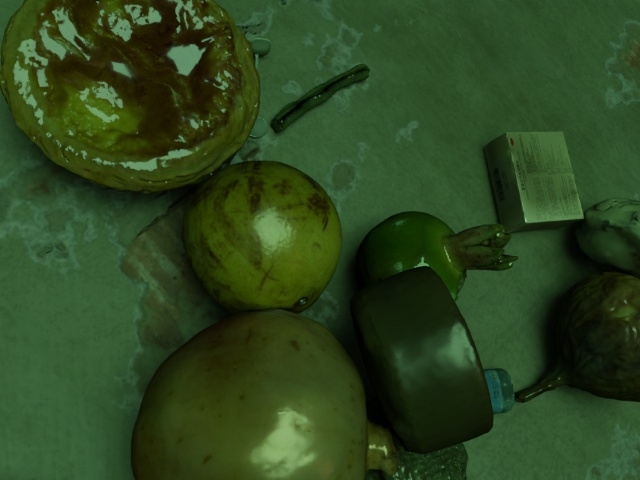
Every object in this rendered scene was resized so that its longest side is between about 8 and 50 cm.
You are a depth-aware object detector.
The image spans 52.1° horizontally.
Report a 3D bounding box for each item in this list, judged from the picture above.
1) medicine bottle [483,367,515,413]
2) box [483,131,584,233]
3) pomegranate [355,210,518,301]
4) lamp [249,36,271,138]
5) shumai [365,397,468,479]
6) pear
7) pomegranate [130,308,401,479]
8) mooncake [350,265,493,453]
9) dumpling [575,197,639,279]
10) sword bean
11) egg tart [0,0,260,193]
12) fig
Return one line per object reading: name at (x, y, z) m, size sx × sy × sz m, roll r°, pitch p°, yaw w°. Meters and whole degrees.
medicine bottle at (0.287, 0.309, 1.313) m, size 0.208 × 0.053 × 0.090 m, roll -2°, pitch 78°, yaw -18°
box at (0.477, -0.131, 1.476) m, size 0.168 × 0.095 × 0.212 m, roll -3°, pitch 77°, yaw -23°
pomegranate at (0.208, 0.043, 1.222) m, size 0.236 × 0.301 × 0.236 m, roll 25°, pitch 53°, yaw -37°
lamp at (-0.127, -0.305, 1.315) m, size 0.050 × 0.056 × 0.198 m, roll 4°, pitch 78°, yaw -23°
shumai at (0.130, 0.406, 1.179) m, size 0.225 × 0.222 × 0.261 m, roll 17°, pitch 39°, yaw -26°
pear at (-0.098, 0.000, 1.129) m, size 0.280 × 0.280 × 0.281 m, roll 5°, pitch 75°, yaw -20°
pomegranate at (-0.076, 0.306, 0.996) m, size 0.411 × 0.411 × 0.412 m, roll 5°, pitch 75°, yaw -20°
mooncake at (0.148, 0.190, 1.029) m, size 0.155 × 0.284 × 0.285 m, roll -22°, pitch 84°, yaw -2°
dumpling at (0.686, 0.023, 1.465) m, size 0.243 × 0.187 × 0.318 m, roll 68°, pitch 25°, yaw -9°
sword bean at (0.003, -0.305, 1.371) m, size 0.269 × 0.038 × 0.043 m, roll -36°, pitch 86°, yaw -26°
egg tart at (-0.325, -0.281, 1.163) m, size 0.443 × 0.178 × 0.443 m, roll 6°, pitch 73°, yaw -22°
fig at (0.562, 0.233, 1.376) m, size 0.368 × 0.286 × 0.286 m, roll -26°, pitch 86°, yaw 7°
